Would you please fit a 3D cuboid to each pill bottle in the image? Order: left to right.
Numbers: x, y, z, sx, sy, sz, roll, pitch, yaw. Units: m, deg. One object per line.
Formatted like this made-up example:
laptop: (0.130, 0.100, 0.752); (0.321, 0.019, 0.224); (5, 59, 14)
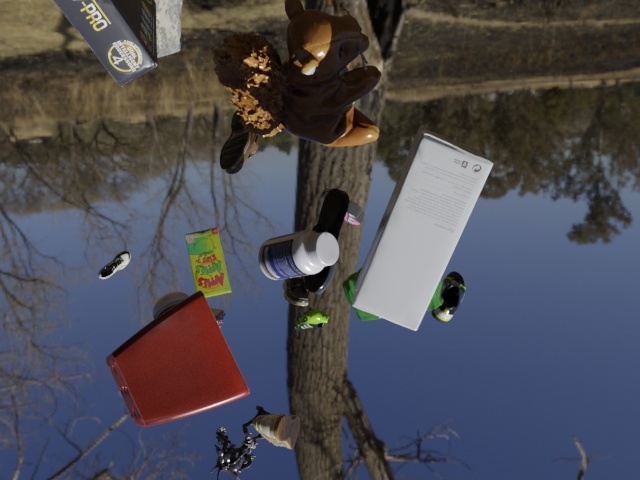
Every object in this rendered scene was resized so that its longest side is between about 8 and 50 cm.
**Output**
pill bottle: (-0.045, 0.029, 1.273); (0.169, 0.094, 0.094); (-12, -179, 43)

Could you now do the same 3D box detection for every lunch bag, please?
lunch bag: (-0.569, -0.762, 1.989); (0.256, 0.305, 0.212); (-23, -132, -38)

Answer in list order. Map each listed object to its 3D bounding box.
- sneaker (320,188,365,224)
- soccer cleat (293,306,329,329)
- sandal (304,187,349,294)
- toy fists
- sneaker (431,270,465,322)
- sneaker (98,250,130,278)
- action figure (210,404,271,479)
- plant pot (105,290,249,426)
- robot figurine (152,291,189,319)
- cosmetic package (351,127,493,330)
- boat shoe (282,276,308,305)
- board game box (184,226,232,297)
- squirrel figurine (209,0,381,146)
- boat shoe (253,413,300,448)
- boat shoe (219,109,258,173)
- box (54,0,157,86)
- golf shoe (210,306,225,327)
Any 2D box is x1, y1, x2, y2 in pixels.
sneaker: (0.079, -0.127, 2.059); (0.178, 0.072, 0.077); (37, -161, -17)
soccer cleat: (-0.030, 0.248, 1.834); (0.072, 0.060, 0.179); (27, 156, -11)
sandal: (0.000, -0.001, 1.427); (0.054, 0.255, 0.097); (11, -177, -37)
toy fists: (0.194, 0.122, 1.631); (0.279, 0.142, 0.096); (-13, -159, 30)
sneaker: (0.432, 0.171, 1.938); (0.084, 0.097, 0.235); (29, -136, 3)
sneaker: (-0.451, 0.056, 1.320); (0.083, 0.032, 0.037); (-45, -167, -13)
action figure: (-0.278, 0.706, 2.062); (0.275, 0.164, 0.141); (-37, -169, -32)
plant pot: (-0.363, 0.306, 1.446); (0.235, 0.267, 0.267); (-24, 177, -27)
robot figurine: (-0.549, 0.337, 2.367); (0.209, 0.278, 0.173); (-4, 146, -49)
cosmetic package: (0.209, -0.031, 1.285); (0.156, 0.385, 0.217); (23, -165, 2)
boat shoe: (-0.084, 0.158, 2.059); (0.080, 0.073, 0.223); (12, -167, -14)
board game box: (-0.308, 0.063, 1.654); (0.092, 0.181, 0.043); (-12, 173, -7)
squirrel figurine: (-0.055, -0.392, 1.433); (0.396, 0.281, 0.370); (-9, 171, 2)
boat shoe: (-0.130, 0.592, 1.898); (0.089, 0.105, 0.285); (7, 154, 15)
boat shoe: (-0.264, -0.336, 2.105); (0.110, 0.104, 0.307); (-9, -130, 26)
box: (-0.443, -0.523, 1.166); (0.097, 0.318, 0.395); (-28, -141, 8)
golf shoe: (-0.416, 0.269, 1.919); (0.140, 0.115, 0.306); (23, -174, 9)
